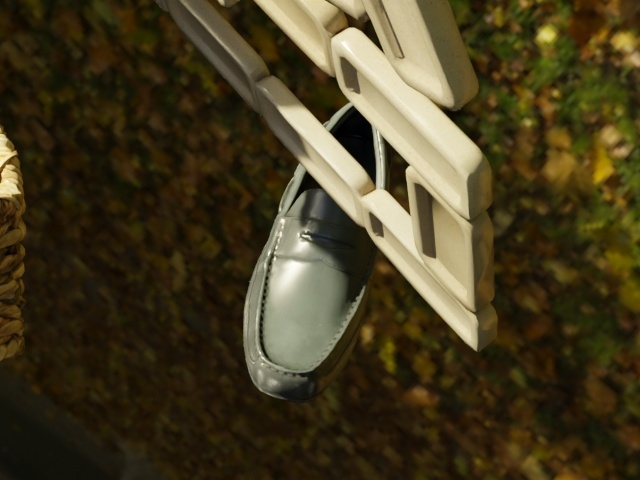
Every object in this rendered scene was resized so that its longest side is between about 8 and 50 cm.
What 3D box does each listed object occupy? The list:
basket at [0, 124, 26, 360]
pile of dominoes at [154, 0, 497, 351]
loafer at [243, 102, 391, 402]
[{"bbox_3d":[-0.342,-0.030,0.895,0.213,0.299,0.223,7,96,55],"label":"basket"},{"bbox_3d":[-0.020,-0.101,0.416,0.251,0.040,0.196,48,167,24],"label":"pile of dominoes"},{"bbox_3d":[0.000,0.000,0.890,0.076,0.223,0.078,14,139,3],"label":"loafer"}]
